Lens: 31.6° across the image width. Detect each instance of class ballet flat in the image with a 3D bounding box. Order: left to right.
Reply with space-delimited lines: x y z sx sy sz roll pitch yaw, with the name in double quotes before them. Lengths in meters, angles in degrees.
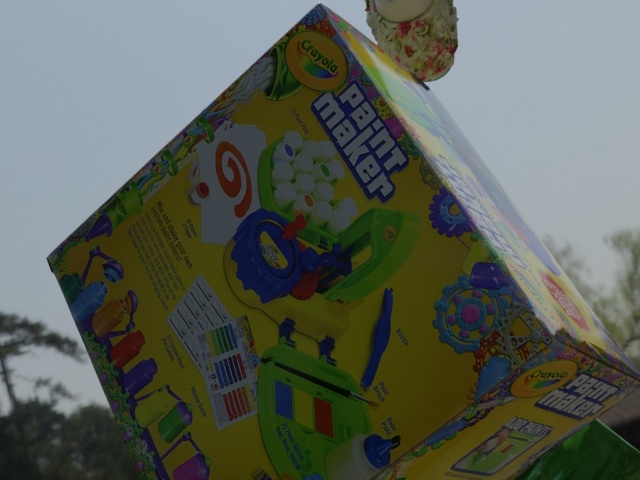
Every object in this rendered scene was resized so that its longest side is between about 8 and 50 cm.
"ballet flat" 0.070 -0.259 1.049 0.091 0.241 0.077 -18 -28 17

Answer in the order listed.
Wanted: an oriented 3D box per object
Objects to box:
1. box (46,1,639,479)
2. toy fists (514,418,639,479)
"box" 0.006 0.052 0.780 0.279 0.290 0.177 -40 -32 17
"toy fists" 0.238 0.234 1.230 0.142 0.279 0.096 -52 -49 2
